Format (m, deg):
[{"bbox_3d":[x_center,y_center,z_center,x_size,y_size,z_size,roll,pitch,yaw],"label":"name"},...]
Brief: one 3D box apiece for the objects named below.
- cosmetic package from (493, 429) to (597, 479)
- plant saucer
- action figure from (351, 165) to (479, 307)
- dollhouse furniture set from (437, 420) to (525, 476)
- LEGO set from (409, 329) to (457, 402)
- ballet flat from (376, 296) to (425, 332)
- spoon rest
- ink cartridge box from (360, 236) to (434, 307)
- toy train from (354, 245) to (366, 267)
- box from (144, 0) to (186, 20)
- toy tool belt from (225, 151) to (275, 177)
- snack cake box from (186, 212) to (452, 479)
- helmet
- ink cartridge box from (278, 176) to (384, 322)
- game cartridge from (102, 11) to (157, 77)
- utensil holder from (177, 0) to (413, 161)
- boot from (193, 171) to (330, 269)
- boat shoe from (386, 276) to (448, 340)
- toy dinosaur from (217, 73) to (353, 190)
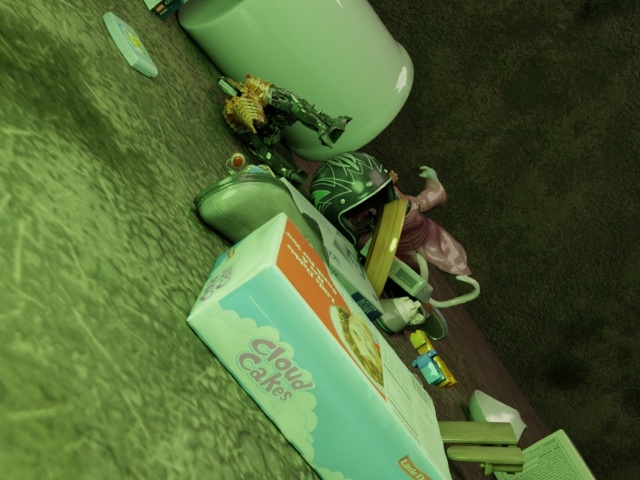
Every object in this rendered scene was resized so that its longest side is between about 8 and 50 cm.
[{"bbox_3d":[0.460,0.520,1.162,0.113,0.160,0.310,44,17,-47],"label":"cosmetic package"},{"bbox_3d":[0.107,0.017,1.151,0.037,0.200,0.200,17,12,2],"label":"plant saucer"},{"bbox_3d":[0.179,-0.015,1.442,0.370,0.248,0.276,50,20,-56],"label":"action figure"},{"bbox_3d":[0.228,0.370,0.959,0.144,0.123,0.151,-66,156,-77],"label":"dollhouse furniture set"},{"bbox_3d":[0.141,0.187,0.972,0.093,0.087,0.227,61,11,24],"label":"LEGO set"},{"bbox_3d":[0.155,0.133,1.234,0.072,0.068,0.213,59,12,17],"label":"ballet flat"},{"bbox_3d":[0.399,0.404,1.441,0.276,0.084,0.137,41,18,-56],"label":"spoon rest"},{"bbox_3d":[0.171,0.069,1.322,0.145,0.045,0.179,41,7,26],"label":"ink cartridge box"},{"bbox_3d":[0.095,0.042,1.354,0.036,0.027,0.158,63,13,20],"label":"toy train"},{"bbox_3d":[-0.218,-0.500,1.070,0.159,0.233,0.044,58,11,14],"label":"box"},{"bbox_3d":[-0.089,-0.080,0.871,0.083,0.052,0.051,50,4,-22],"label":"toy tool belt"},{"bbox_3d":[0.007,0.117,0.596,0.264,0.089,0.152,52,13,-13],"label":"snack cake box"},{"bbox_3d":[0.059,-0.090,1.234,0.169,0.169,0.162,-110,179,-53],"label":"helmet"},{"bbox_3d":[0.000,0.000,1.024,0.223,0.045,0.224,43,16,-47],"label":"ink cartridge box"},{"bbox_3d":[-0.238,-0.245,0.811,0.083,0.017,0.056,58,15,14],"label":"game cartridge"},{"bbox_3d":[-0.046,-0.403,1.306,0.385,0.327,0.328,43,16,-40],"label":"utensil holder"},{"bbox_3d":[-0.033,0.031,0.722,0.246,0.083,0.161,33,30,-59],"label":"boot"},{"bbox_3d":[0.207,0.155,1.431,0.183,0.066,0.066,46,15,3],"label":"boat shoe"},{"bbox_3d":[-0.090,-0.189,1.058,0.218,0.164,0.322,38,32,-7],"label":"toy dinosaur"}]
